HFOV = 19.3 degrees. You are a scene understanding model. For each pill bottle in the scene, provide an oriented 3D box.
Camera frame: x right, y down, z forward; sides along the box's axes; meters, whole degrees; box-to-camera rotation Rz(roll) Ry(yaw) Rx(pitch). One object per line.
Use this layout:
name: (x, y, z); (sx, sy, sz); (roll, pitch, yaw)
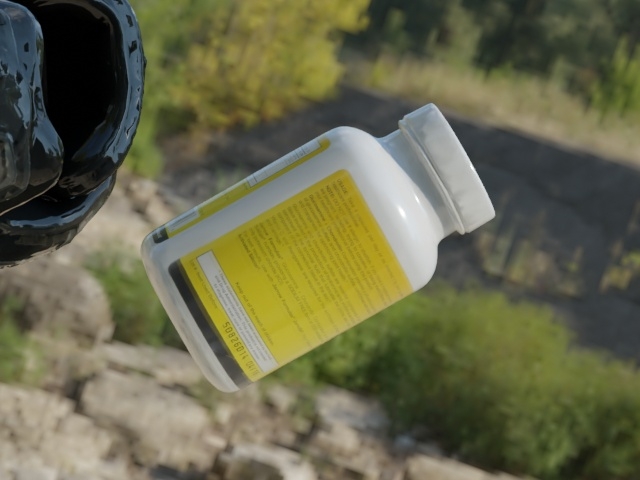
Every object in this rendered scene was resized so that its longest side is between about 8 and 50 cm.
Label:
pill bottle: (0.000, 0.000, 1.052); (0.103, 0.184, 0.103); (61, 0, -1)

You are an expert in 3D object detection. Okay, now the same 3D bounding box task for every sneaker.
sneaker: (-0.116, -0.041, 0.543); (0.135, 0.097, 0.276); (-7, 8, -3)
